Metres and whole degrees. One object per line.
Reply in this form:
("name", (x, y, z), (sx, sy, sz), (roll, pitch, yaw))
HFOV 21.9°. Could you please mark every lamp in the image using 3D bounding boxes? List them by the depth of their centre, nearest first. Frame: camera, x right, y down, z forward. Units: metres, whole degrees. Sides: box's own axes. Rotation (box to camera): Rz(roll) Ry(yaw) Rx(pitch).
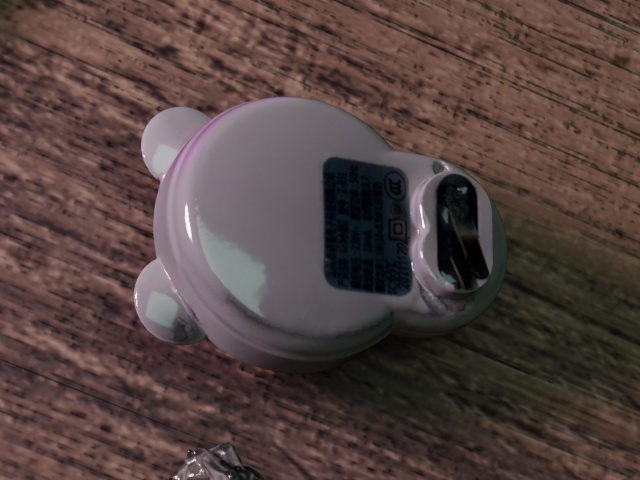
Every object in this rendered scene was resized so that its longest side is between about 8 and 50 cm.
("lamp", (0.000, 0.001, 1.080), (0.246, 0.108, 0.179), (6, 73, -16))

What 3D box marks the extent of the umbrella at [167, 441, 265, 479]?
("umbrella", (0.032, 0.270, 1.009), (0.358, 0.106, 0.113), (41, 74, -6))
